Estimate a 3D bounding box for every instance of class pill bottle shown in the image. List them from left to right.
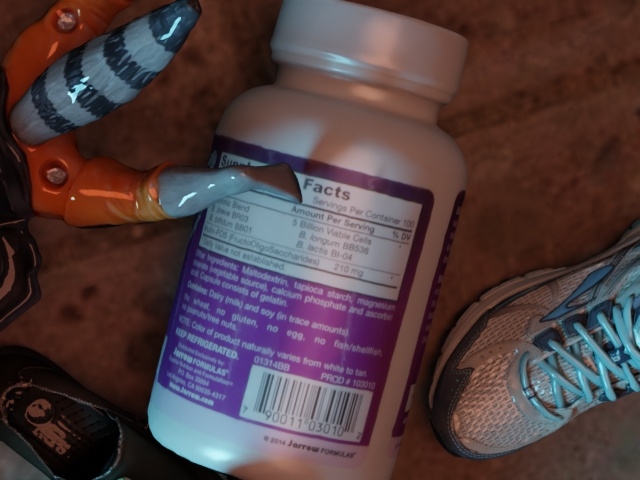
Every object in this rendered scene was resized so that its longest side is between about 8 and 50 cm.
[{"bbox_3d":[0.000,0.000,0.993,0.169,0.169,0.301,14,93,-14],"label":"pill bottle"}]

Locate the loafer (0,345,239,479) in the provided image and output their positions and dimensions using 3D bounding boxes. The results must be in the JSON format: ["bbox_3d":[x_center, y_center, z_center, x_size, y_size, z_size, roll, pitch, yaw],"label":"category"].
[{"bbox_3d":[-0.141,0.154,1.024,0.220,0.078,0.080,32,89,-14],"label":"loafer"}]

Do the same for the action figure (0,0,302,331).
[{"bbox_3d":[-0.216,-0.102,0.907,0.330,0.178,0.341,-22,92,8],"label":"action figure"}]

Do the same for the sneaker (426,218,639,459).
[{"bbox_3d":[0.201,0.060,1.068,0.283,0.122,0.110,-34,102,-7],"label":"sneaker"}]

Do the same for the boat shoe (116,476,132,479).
[{"bbox_3d":[-0.182,0.205,1.003,0.190,0.068,0.072,-31,111,18],"label":"boat shoe"}]
